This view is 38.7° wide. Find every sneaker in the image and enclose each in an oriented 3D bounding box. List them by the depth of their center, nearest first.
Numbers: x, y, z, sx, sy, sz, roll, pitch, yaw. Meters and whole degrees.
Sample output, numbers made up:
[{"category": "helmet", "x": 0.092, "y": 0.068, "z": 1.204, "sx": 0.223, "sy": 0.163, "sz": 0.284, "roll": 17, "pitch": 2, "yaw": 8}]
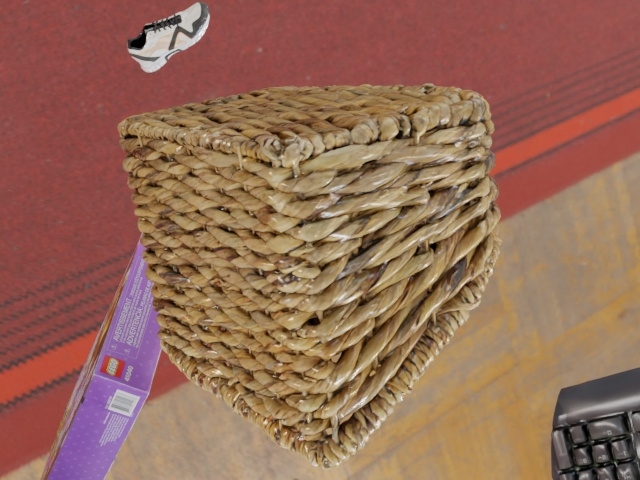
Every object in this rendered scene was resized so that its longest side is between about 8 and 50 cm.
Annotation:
[{"category": "sneaker", "x": -0.171, "y": -0.233, "z": 1.024, "sx": 0.109, "sy": 0.040, "sz": 0.043, "roll": -35, "pitch": 139, "yaw": 16}]

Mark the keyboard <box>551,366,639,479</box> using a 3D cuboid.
[{"category": "keyboard", "x": 0.251, "y": 0.138, "z": 0.422, "sx": 0.033, "sy": 0.317, "sz": 0.202, "roll": 3, "pitch": 69, "yaw": -42}]

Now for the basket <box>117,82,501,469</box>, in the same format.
[{"category": "basket", "x": 0.000, "y": 0.000, "z": 0.711, "sx": 0.213, "sy": 0.299, "sz": 0.223, "roll": -17, "pitch": 107, "yaw": -29}]

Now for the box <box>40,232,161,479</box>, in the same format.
[{"category": "box", "x": -0.227, "y": 0.159, "z": 0.961, "sx": 0.057, "sy": 0.293, "sz": 0.201, "roll": 22, "pitch": 38, "yaw": -12}]
